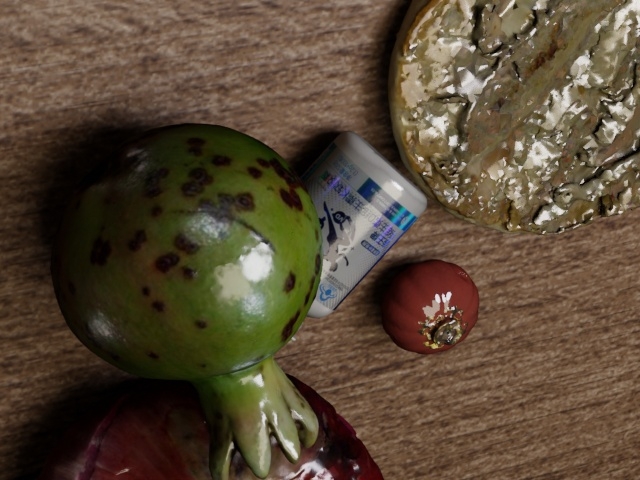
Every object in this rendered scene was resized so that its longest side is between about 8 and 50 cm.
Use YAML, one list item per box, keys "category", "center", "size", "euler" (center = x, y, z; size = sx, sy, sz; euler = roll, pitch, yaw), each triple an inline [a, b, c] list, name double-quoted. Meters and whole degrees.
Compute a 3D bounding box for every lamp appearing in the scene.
- category: "lamp"
  center: [0.108, 0.066, 1.885]
  size: [0.101, 0.090, 0.101]
  euler: [-13, 126, -18]

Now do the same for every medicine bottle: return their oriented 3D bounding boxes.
- category: "medicine bottle"
  center: [0.000, 0.000, 1.770]
  size: [0.191, 0.107, 0.107]
  euler: [-48, 130, 5]

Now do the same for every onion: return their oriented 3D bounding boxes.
- category: "onion"
  center: [-0.110, 0.285, 1.814]
  size: [0.348, 0.285, 0.347]
  euler: [3, 78, -16]

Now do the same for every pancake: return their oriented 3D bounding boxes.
- category: "pancake"
  center: [0.243, -0.170, 1.828]
  size: [0.382, 0.071, 0.382]
  euler: [-14, 123, -23]

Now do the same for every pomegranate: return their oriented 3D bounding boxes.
- category: "pomegranate"
  center: [-0.088, 0.048, 1.625]
  size: [0.242, 0.306, 0.242]
  euler: [-35, 174, -4]
